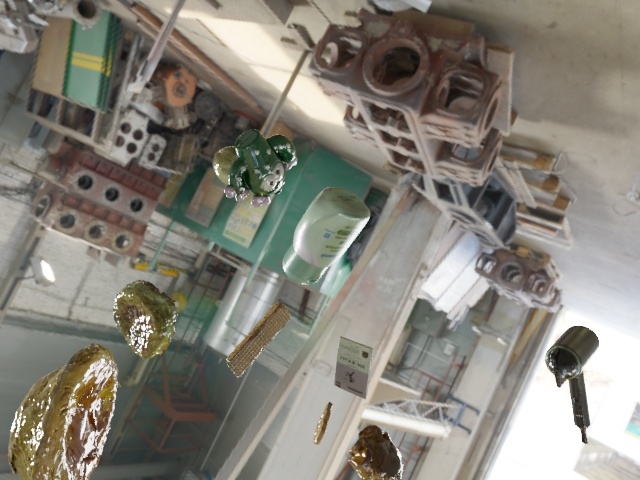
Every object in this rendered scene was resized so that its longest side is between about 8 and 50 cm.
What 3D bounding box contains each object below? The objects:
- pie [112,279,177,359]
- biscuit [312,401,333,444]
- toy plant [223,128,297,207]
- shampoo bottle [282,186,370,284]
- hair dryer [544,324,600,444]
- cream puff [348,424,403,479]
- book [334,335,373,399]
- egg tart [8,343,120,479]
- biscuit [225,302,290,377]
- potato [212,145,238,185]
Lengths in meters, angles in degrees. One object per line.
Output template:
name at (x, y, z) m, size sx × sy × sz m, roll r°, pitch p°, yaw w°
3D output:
pie at (-0.691, 0.316, 1.991) m, size 0.288 × 0.354 × 0.103 m, roll 51°, pitch -148°, yaw 18°
biscuit at (0.006, 0.764, 2.106) m, size 0.040 × 0.144 × 0.236 m, roll 19°, pitch -175°, yaw 7°
toy plant at (-0.171, -0.211, 1.499) m, size 0.112 × 0.232 × 0.243 m, roll 32°, pitch -172°, yaw 35°
shampoo bottle at (0.000, 0.000, 1.654) m, size 0.222 × 0.349 × 0.151 m, roll -1°, pitch -134°, yaw -46°
hair dryer at (0.543, 0.327, 1.084) m, size 0.078 × 0.248 × 0.195 m, roll -9°, pitch -175°, yaw 43°
cream puff at (0.229, 0.878, 2.046) m, size 0.155 × 0.241 × 0.269 m, roll -22°, pitch 103°, yaw 33°
book at (0.106, 0.413, 1.657) m, size 0.127 × 0.181 × 0.014 m, roll 15°, pitch -163°, yaw 31°
egg tart at (-0.678, 0.485, 1.346) m, size 0.178 × 0.443 × 0.443 m, roll 9°, pitch 178°, yaw -6°
biscuit at (-0.260, 0.417, 2.165) m, size 0.054 × 0.378 × 0.094 m, roll -13°, pitch 117°, yaw 48°
potato at (-0.277, -0.252, 1.824) m, size 0.174 × 0.159 × 0.251 m, roll 41°, pitch 180°, yaw 19°
